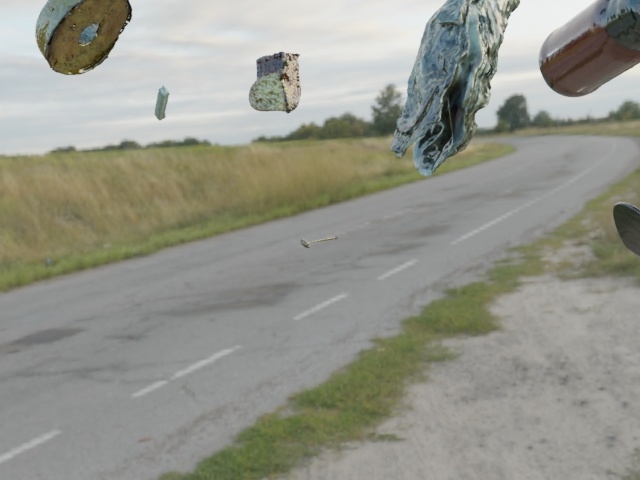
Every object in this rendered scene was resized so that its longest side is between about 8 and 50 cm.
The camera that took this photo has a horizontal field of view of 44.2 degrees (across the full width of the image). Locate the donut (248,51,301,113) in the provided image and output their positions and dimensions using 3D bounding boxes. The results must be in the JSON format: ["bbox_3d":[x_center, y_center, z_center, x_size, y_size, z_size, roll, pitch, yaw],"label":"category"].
[{"bbox_3d":[-0.116,-0.416,2.108,0.126,0.187,0.144,-2,-4,18],"label":"donut"}]

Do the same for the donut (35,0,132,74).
[{"bbox_3d":[-0.624,-0.559,2.041,0.272,0.107,0.272,-41,-15,-13],"label":"donut"}]

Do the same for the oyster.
[{"bbox_3d":[0.211,-0.266,1.188,0.162,0.351,0.158,8,-27,48],"label":"oyster"}]

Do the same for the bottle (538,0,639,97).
[{"bbox_3d":[0.513,-0.362,1.399,0.143,0.144,0.336,-6,-3,-6],"label":"bottle"}]

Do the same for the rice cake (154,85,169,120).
[{"bbox_3d":[-0.331,-0.286,1.647,0.021,0.022,0.121,-41,-3,-23],"label":"rice cake"}]

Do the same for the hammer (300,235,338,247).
[{"bbox_3d":[0.000,0.000,1.826,0.122,0.014,0.029,-11,50,-49],"label":"hammer"}]

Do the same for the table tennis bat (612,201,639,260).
[{"bbox_3d":[0.684,0.027,1.657,0.021,0.274,0.154,-36,37,-5],"label":"table tennis bat"}]
